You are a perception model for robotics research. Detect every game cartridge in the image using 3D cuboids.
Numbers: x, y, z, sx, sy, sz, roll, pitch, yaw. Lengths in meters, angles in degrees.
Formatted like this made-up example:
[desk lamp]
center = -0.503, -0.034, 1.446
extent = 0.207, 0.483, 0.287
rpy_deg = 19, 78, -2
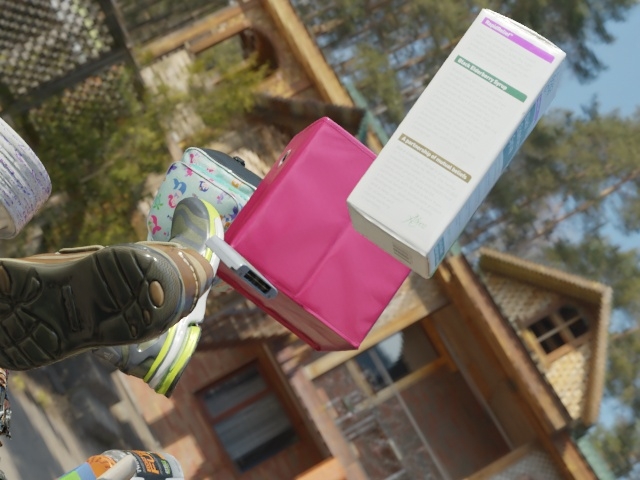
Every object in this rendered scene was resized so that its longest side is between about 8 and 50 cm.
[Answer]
[game cartridge]
center = -0.076, 0.025, 0.985
extent = 0.056, 0.017, 0.083
rpy_deg = 38, -4, 30

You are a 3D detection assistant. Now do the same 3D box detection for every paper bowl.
[paper bowl]
center = -0.549, -0.105, 1.508
extent = 0.284, 0.148, 0.284
rpy_deg = 29, -24, 14

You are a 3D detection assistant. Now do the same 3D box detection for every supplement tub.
[supplement tub]
center = -0.355, 0.452, 1.942
extent = 0.190, 0.117, 0.117
rpy_deg = 21, 31, -56

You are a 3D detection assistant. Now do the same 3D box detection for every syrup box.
[syrup box]
center = 0.130, -0.092, 0.990
extent = 0.096, 0.237, 0.093
rpy_deg = 34, -9, 14

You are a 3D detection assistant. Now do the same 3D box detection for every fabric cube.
[fabric cube]
center = 0.000, 0.000, 1.654
extent = 0.259, 0.258, 0.254
rpy_deg = 38, -13, -8

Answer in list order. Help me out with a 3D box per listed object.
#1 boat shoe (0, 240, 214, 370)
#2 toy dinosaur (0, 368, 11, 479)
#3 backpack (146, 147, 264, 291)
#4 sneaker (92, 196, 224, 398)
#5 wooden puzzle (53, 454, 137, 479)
[boat shoe]
center = -0.252, 0.064, 1.093
extent = 0.120, 0.323, 0.123
rpy_deg = -19, 102, -59
[toy dinosaur]
center = -0.536, 0.242, 1.546
extent = 0.322, 0.164, 0.219
rpy_deg = 66, 27, -53
[backpack]
center = -0.218, -0.027, 1.995
extent = 0.225, 0.254, 0.191
rpy_deg = 35, 19, 22
[sneaker]
center = -0.206, 0.051, 1.340
extent = 0.111, 0.121, 0.300
rpy_deg = -50, -156, 43
[wooden puzzle]
center = -0.455, 0.427, 1.480
extent = 0.081, 0.347, 0.322
rpy_deg = 56, 9, 1
